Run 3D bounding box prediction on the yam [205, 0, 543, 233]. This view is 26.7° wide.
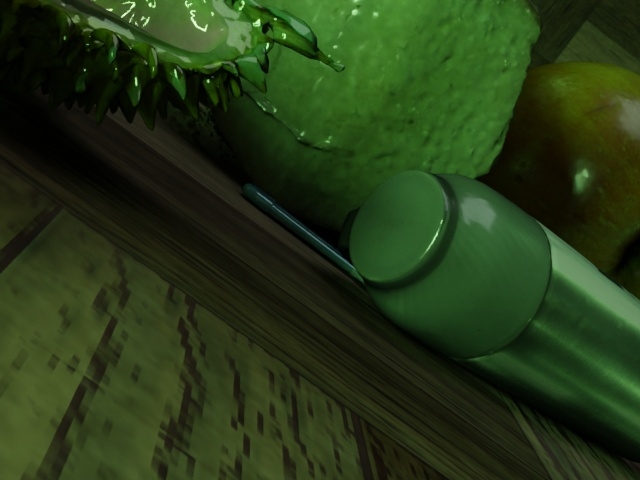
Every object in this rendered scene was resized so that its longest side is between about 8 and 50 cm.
[{"bbox_3d":[0.018,-0.110,0.825,0.201,0.202,0.271,13,14,-13],"label":"yam"}]

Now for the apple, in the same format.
[{"bbox_3d":[0.218,-0.036,1.131,0.237,0.237,0.207,32,9,-39],"label":"apple"}]

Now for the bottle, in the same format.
[{"bbox_3d":[0.109,0.043,0.687,0.096,0.079,0.253,4,-20,45],"label":"bottle"}]

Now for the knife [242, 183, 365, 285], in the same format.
[{"bbox_3d":[0.000,0.000,0.687,0.096,0.010,0.027,37,6,-1],"label":"knife"}]

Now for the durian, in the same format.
[{"bbox_3d":[-0.111,-0.104,0.501,0.220,0.095,0.137,41,43,20],"label":"durian"}]
